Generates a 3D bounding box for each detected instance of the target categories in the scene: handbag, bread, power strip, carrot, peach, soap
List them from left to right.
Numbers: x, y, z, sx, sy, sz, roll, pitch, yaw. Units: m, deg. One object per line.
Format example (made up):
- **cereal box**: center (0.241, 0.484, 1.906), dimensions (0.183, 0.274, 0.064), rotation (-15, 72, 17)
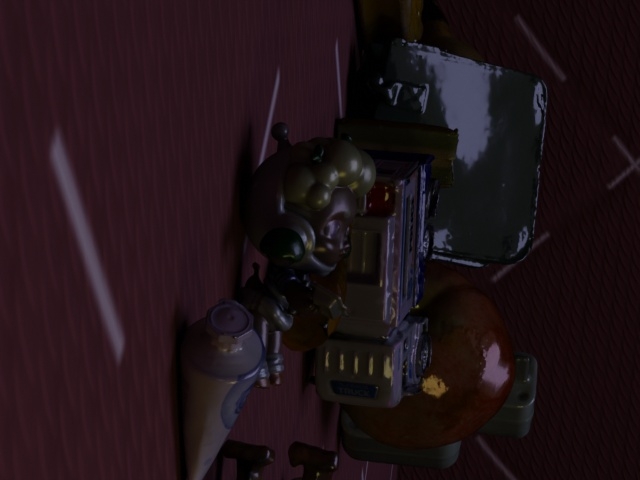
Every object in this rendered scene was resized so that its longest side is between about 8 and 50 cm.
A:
- **carrot**: center (0.000, 0.000, 1.303), dimensions (0.260, 0.070, 0.070), rotation (-76, 169, -54)
- **soap**: center (0.086, -0.321, 1.761), dimensions (0.232, 0.073, 0.140), rotation (75, 20, -70)
- **bread**: center (0.088, -0.100, 1.651), dimensions (0.084, 0.139, 0.074), rotation (-35, 128, -81)
- **peach**: center (0.125, 0.154, 1.791), dimensions (0.257, 0.232, 0.232), rotation (67, 27, -56)
- **power strip**: center (0.166, 0.189, 1.999), dimensions (0.141, 0.261, 0.229), rotation (88, 10, -54)
- **handbag**: center (0.149, -0.101, 1.774), dimensions (0.079, 0.260, 0.248), rotation (0, -99, 60)

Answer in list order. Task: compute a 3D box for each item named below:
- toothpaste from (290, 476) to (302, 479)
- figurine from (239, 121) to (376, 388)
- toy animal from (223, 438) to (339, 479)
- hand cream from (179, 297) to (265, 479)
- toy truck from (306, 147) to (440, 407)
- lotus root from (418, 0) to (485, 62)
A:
- **toothpaste**: center (-0.032, 0.361, 1.390), dimensions (0.096, 0.061, 0.266), rotation (82, 20, -63)
- **figurine**: center (-0.014, 0.013, 1.075), dimensions (0.147, 0.093, 0.197), rotation (-4, 100, -73)
- **toy animal**: center (-0.044, 0.237, 1.073), dimensions (0.312, 0.097, 0.157), rotation (84, 24, -67)
- **hand cream**: center (-0.066, 0.095, 0.921), dimensions (0.084, 0.053, 0.142), rotation (-79, -179, -47)
- **toy truck**: center (0.049, 0.046, 1.525), dimensions (0.155, 0.124, 0.268), rotation (-42, 135, -70)
- **lotus root**: center (0.147, -0.182, 1.929), dimensions (0.183, 0.182, 0.310), rotation (50, 40, -80)
